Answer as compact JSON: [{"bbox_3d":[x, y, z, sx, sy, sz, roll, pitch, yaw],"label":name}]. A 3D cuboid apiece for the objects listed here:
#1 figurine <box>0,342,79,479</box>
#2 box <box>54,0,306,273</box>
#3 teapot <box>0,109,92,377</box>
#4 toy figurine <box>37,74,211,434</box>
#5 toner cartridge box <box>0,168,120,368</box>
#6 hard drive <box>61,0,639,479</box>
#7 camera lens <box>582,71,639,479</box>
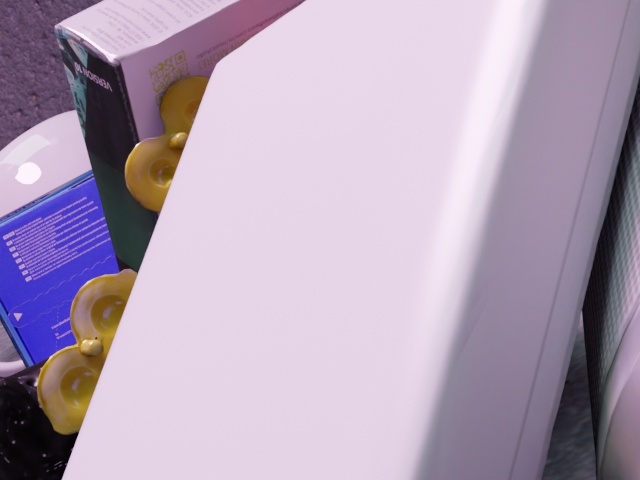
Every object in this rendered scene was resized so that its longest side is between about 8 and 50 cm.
[{"bbox_3d":[-0.181,0.147,0.631,0.215,0.092,0.209,-23,-37,-53],"label":"figurine"},{"bbox_3d":[0.006,-0.015,0.779,0.232,0.322,0.058,-32,42,-26],"label":"box"},{"bbox_3d":[-0.251,0.003,1.573,0.256,0.187,0.252,-49,-17,20],"label":"teapot"},{"bbox_3d":[0.010,0.121,0.635,0.191,0.217,0.363,10,72,32],"label":"toy figurine"},{"bbox_3d":[-0.145,-0.010,1.415,0.347,0.165,0.075,-29,11,-15],"label":"toner cartridge box"},{"bbox_3d":[-0.022,0.077,0.429,0.233,0.047,0.353,-21,47,58],"label":"hard drive"},{"bbox_3d":[0.181,-0.005,0.422,0.219,0.219,0.274,-22,31,20],"label":"camera lens"}]
